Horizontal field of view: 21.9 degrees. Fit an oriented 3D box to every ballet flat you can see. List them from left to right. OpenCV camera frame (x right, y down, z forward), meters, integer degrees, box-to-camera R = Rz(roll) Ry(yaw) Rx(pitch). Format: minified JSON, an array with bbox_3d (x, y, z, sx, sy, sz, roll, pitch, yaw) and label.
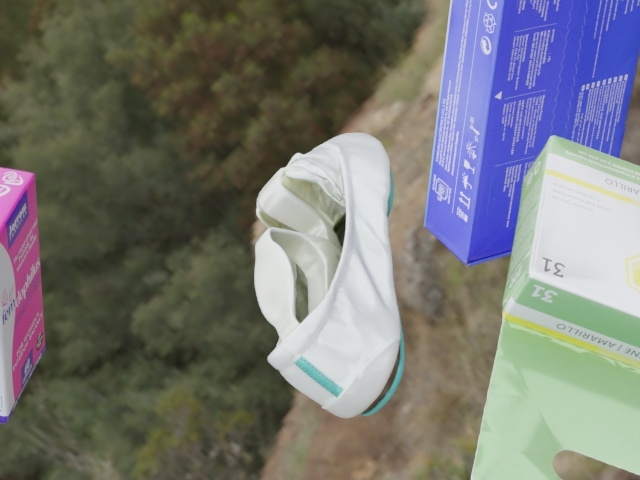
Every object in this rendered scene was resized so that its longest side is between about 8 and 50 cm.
[{"bbox_3d":[0.000,0.000,1.569,0.139,0.139,0.400,-30,33,19],"label":"ballet flat"}]

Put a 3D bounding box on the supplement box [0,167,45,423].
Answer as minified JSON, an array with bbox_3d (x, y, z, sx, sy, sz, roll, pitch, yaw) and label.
[{"bbox_3d":[-0.327,0.046,1.523,0.114,0.220,0.111,9,38,8],"label":"supplement box"}]

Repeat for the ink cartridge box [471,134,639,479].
[{"bbox_3d":[0.190,0.061,0.972,0.056,0.171,0.235,115,173,-48],"label":"ink cartridge box"}]

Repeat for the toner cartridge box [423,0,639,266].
[{"bbox_3d":[0.192,-0.155,1.434,0.165,0.348,0.075,-15,39,-28],"label":"toner cartridge box"}]
